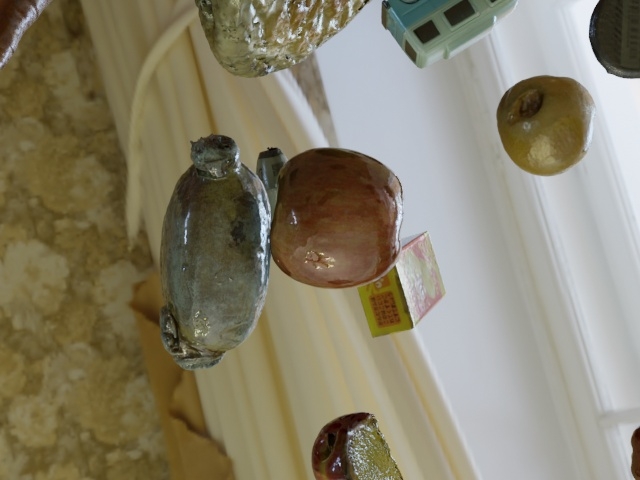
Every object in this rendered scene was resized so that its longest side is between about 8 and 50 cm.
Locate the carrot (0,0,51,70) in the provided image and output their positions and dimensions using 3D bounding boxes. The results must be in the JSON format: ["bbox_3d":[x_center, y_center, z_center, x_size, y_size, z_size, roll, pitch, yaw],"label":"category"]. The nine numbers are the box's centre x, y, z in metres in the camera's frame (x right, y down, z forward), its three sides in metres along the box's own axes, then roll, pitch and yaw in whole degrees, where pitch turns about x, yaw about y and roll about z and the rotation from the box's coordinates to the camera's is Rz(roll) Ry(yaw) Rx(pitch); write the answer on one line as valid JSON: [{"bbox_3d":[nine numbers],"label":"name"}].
[{"bbox_3d":[-0.264,-0.200,0.773,0.048,0.216,0.048,9,143,7],"label":"carrot"}]

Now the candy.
[{"bbox_3d":[0.157,0.079,1.696,0.088,0.146,0.276,-17,-175,23],"label":"candy"}]

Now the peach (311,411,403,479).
[{"bbox_3d":[0.054,0.332,1.294,0.093,0.127,0.172,-15,128,38],"label":"peach"}]

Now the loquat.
[{"bbox_3d":[0.468,-0.236,1.814,0.213,0.213,0.213,-13,171,-2],"label":"loquat"}]

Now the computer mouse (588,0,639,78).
[{"bbox_3d":[0.486,-0.289,1.189,0.264,0.146,0.088,3,-167,2],"label":"computer mouse"}]

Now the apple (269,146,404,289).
[{"bbox_3d":[0.023,-0.028,1.167,0.174,0.188,0.188,4,171,0],"label":"apple"}]

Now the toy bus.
[{"bbox_3d":[0.272,-0.471,1.768,0.271,0.164,0.133,-32,172,0],"label":"toy bus"}]

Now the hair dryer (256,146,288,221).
[{"bbox_3d":[-0.062,-0.063,1.839,0.088,0.218,0.225,-17,-148,-22],"label":"hair dryer"}]

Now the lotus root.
[{"bbox_3d":[-0.149,0.013,1.285,0.175,0.349,0.175,8,-161,-3],"label":"lotus root"}]

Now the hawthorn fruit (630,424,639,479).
[{"bbox_3d":[0.506,0.306,1.254,0.125,0.125,0.140,-6,147,-43],"label":"hawthorn fruit"}]

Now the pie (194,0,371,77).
[{"bbox_3d":[0.015,-0.275,0.718,0.339,0.077,0.339,-46,162,-20],"label":"pie"}]
